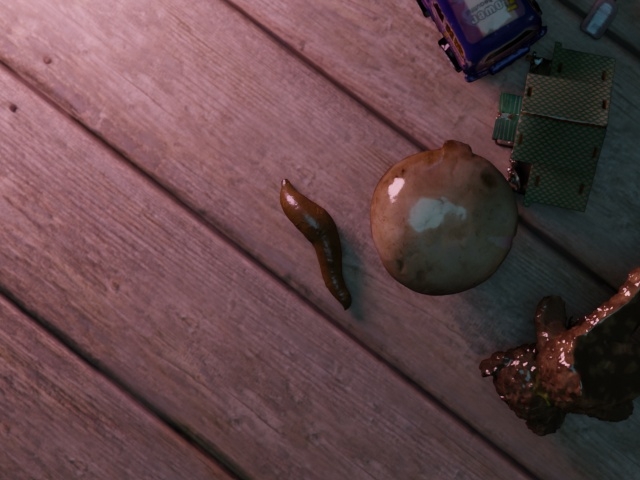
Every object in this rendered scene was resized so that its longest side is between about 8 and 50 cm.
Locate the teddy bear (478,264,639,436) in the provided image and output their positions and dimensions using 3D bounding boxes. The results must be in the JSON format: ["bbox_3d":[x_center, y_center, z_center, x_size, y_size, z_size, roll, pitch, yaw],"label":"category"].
[{"bbox_3d":[0.435,0.183,1.657,0.296,0.222,0.246,-40,100,-9],"label":"teddy bear"}]

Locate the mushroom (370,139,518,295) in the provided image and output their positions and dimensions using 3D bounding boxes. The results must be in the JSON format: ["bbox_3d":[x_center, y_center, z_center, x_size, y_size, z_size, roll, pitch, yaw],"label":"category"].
[{"bbox_3d":[0.200,-0.036,1.668,0.254,0.184,0.255,0,89,7],"label":"mushroom"}]

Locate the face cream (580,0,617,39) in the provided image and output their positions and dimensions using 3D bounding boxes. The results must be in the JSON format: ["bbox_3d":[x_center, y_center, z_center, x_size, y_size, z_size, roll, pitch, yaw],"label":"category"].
[{"bbox_3d":[0.466,-0.375,1.700,0.040,0.021,0.083,35,96,4],"label":"face cream"}]

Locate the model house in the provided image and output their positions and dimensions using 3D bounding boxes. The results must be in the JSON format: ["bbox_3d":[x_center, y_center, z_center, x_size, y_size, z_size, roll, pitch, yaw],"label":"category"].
[{"bbox_3d":[0.365,-0.182,1.628,0.178,0.206,0.271,14,95,6],"label":"model house"}]

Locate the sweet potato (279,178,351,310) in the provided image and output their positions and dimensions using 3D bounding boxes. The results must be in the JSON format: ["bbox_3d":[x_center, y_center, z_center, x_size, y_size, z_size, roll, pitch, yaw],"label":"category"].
[{"bbox_3d":[0.003,0.001,1.760,0.069,0.059,0.249,-28,92,27],"label":"sweet potato"}]

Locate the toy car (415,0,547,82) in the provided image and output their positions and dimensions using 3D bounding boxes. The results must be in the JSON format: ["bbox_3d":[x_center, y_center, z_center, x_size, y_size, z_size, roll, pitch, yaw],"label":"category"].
[{"bbox_3d":[0.249,-0.390,1.658,0.172,0.158,0.235,-33,87,8],"label":"toy car"}]
